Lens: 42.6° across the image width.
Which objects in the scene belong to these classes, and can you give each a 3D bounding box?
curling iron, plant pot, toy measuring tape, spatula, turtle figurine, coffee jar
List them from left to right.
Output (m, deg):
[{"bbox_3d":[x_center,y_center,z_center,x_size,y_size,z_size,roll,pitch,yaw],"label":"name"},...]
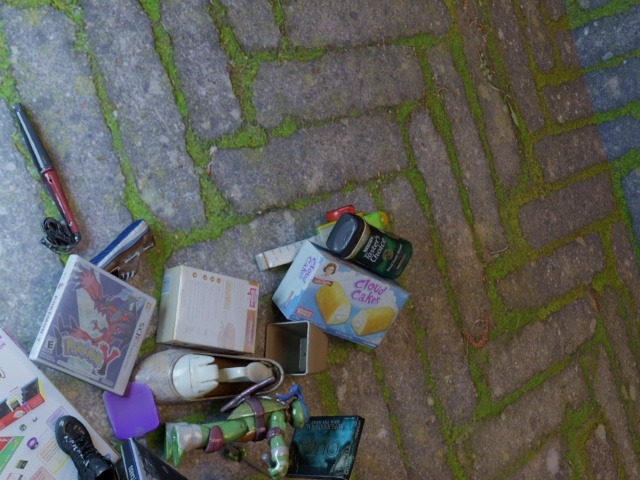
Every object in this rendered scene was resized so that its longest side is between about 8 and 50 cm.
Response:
[{"bbox_3d":[-0.479,-0.107,1.416,0.068,0.035,0.274,-19,94,-43],"label":"curling iron"},{"bbox_3d":[-0.306,0.396,1.459,0.084,0.030,0.297,-17,98,-14],"label":"spatula"},{"bbox_3d":[-0.143,0.396,1.492,0.266,0.198,0.275,1,115,-22],"label":"turtle figurine"},{"bbox_3d":[-0.042,0.230,1.700,0.096,0.109,0.109,22,65,-52],"label":"plant pot"},{"bbox_3d":[0.000,0.000,1.811,0.330,0.121,0.121,-20,94,-21],"label":"toy measuring tape"},{"bbox_3d":[0.103,0.011,1.746,0.184,0.079,0.096,24,99,-34],"label":"coffee jar"}]

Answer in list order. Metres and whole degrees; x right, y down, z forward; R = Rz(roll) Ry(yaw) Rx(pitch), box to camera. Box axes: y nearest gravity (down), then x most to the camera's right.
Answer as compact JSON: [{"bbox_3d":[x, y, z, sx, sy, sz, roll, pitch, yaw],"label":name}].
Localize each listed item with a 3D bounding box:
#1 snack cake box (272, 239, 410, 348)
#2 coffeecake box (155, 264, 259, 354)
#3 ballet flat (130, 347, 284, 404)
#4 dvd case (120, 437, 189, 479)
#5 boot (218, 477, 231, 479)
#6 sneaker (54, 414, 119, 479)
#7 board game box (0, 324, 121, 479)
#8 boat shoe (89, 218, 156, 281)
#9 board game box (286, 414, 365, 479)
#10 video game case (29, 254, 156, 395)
[{"bbox_3d":[0.047,0.120,1.764,0.264,0.089,0.152,23,103,-36],"label":"snack cake box"},{"bbox_3d":[-0.214,0.138,1.581,0.185,0.068,0.142,17,69,-39],"label":"coffeecake box"},{"bbox_3d":[-0.199,0.251,1.544,0.316,0.106,0.108,4,74,-42],"label":"ballet flat"},{"bbox_3d":[-0.241,0.438,1.339,0.029,0.239,0.179,-44,117,-1],"label":"dvd case"},{"bbox_3d":[-0.158,0.514,1.563,0.086,0.069,0.190,-51,135,-1],"label":"boot"},{"bbox_3d":[-0.357,0.354,1.298,0.051,0.089,0.170,-27,99,-43],"label":"sneaker"},{"bbox_3d":[-0.500,0.321,1.282,0.316,0.064,0.242,55,50,-19],"label":"board game box"},{"bbox_3d":[-0.358,0.037,1.474,0.066,0.066,0.183,56,50,-20],"label":"boat shoe"},{"bbox_3d":[0.005,0.414,1.639,0.026,0.186,0.126,33,60,-31],"label":"board game box"},{"bbox_3d":[-0.379,0.148,1.395,0.201,0.023,0.183,39,60,-47],"label":"video game case"}]
